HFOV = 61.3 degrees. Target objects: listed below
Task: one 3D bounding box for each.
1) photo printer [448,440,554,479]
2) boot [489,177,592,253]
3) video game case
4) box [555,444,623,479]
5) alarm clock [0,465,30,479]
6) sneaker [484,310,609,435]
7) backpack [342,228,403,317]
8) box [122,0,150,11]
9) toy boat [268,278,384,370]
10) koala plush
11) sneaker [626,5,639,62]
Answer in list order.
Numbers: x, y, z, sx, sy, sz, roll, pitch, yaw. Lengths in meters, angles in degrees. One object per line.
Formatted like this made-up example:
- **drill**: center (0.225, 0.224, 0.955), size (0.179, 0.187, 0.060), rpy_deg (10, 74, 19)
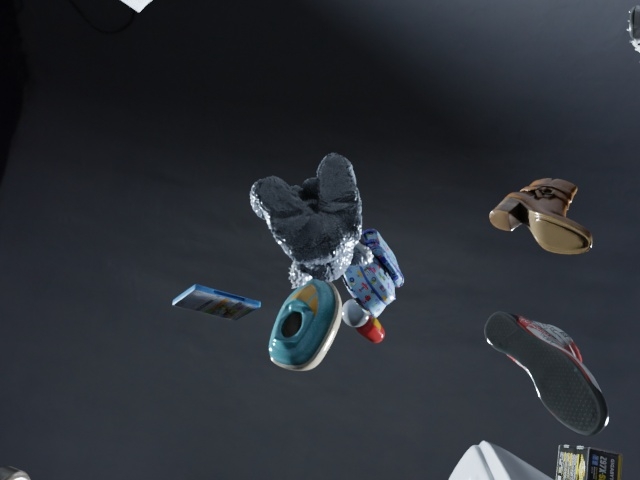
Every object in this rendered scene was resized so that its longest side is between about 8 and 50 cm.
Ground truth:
- **photo printer**: center (0.259, 0.317, 0.443), size (0.307, 0.107, 0.256), rpy_deg (32, -178, 9)
- **boot**: center (0.626, -0.075, 1.437), size (0.283, 0.220, 0.109), rpy_deg (20, 135, 51)
- **video game case**: center (-0.240, 0.146, 1.250), size (0.166, 0.015, 0.119), rpy_deg (21, 145, -32)
- **box**: center (0.605, 0.645, 1.247), size (0.079, 0.322, 0.257), rpy_deg (10, 162, 11)
- **alarm clock**: center (-0.755, 0.594, 1.275), size (0.064, 0.129, 0.192), rpy_deg (8, 121, 20)
- **sneaker**: center (0.408, 0.216, 0.904), size (0.145, 0.090, 0.270), rpy_deg (16, -162, -27)
- **backpack**: center (0.113, 0.077, 1.207), size (0.117, 0.173, 0.158), rpy_deg (-31, 114, 13)
- **box**: center (-0.223, -0.400, 0.709), size (0.186, 0.038, 0.145), rpy_deg (-31, 169, 16)
- **toy boat**: center (0.005, 0.201, 1.380), size (0.318, 0.268, 0.148), rpy_deg (-5, 142, 37)
- **koala plush**: center (0.000, 0.000, 0.984), size (0.196, 0.203, 0.221), rpy_deg (-19, 142, -4)
- **sneaker**: center (0.614, -0.342, 0.938), size (0.106, 0.078, 0.234), rpy_deg (4, 175, 40)
